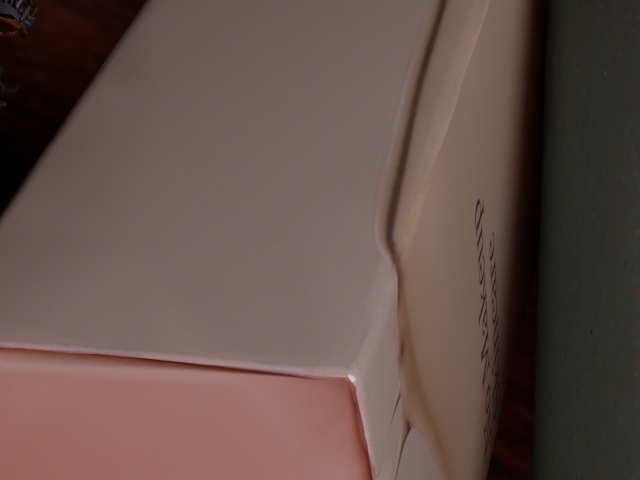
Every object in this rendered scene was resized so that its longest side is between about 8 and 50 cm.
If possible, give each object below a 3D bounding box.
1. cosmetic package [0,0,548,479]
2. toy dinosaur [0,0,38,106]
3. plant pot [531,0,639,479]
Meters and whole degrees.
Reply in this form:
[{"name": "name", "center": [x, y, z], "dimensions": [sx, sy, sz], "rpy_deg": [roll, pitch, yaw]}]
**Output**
[{"name": "cosmetic package", "center": [0.000, 0.000, 0.536], "dimensions": [0.113, 0.309, 0.160], "rpy_deg": [2, 127, 14]}, {"name": "toy dinosaur", "center": [-0.168, -0.109, 0.548], "dimensions": [0.218, 0.164, 0.322], "rpy_deg": [-20, 125, 16]}, {"name": "plant pot", "center": [0.207, 0.059, 0.542], "dimensions": [0.341, 0.334, 0.341], "rpy_deg": [-1, 164, 0]}]
